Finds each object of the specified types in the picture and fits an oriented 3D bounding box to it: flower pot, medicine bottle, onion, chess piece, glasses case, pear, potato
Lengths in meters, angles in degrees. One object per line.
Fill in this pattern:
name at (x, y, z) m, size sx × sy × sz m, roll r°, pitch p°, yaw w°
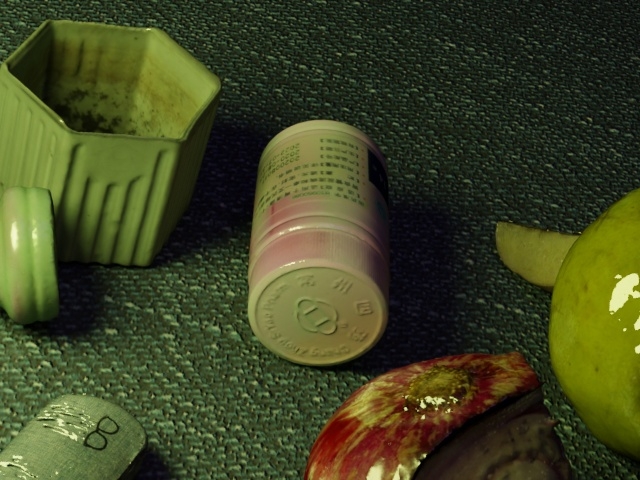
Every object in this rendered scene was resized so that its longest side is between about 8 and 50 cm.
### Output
flower pot at (-0.239, -0.107, 1.830) m, size 0.239 × 0.190 × 0.209 m, roll 2°, pitch 40°, yaw -19°
medicine bottle at (0.000, 0.000, 1.824) m, size 0.152 × 0.152 × 0.254 m, roll 12°, pitch 38°, yaw -8°
onion at (0.101, 0.224, 1.541) m, size 0.256 × 0.272 × 0.230 m, roll 2°, pitch 13°, yaw -31°
chess piece at (-0.396, 0.019, 1.670) m, size 0.271 × 0.139 × 0.139 m, roll -3°, pitch 41°, yaw -11°
glasses case at (-0.248, 0.232, 1.493) m, size 0.109 × 0.067 × 0.282 m, roll 24°, pitch 35°, yaw 11°
pear at (0.387, 0.075, 1.793) m, size 0.287 × 0.287 × 0.375 m, roll 20°, pitch 37°, yaw 2°
potato at (0.285, 0.034, 1.986) m, size 0.100 × 0.089 × 0.172 m, roll 14°, pitch -3°, yaw -41°
